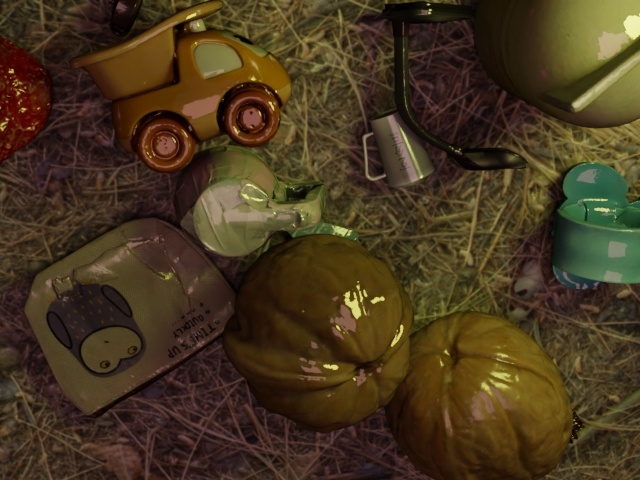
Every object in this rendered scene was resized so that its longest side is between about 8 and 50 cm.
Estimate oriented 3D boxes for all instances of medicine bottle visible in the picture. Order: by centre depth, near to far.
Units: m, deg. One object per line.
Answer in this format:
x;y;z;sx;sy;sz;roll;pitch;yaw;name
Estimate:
0.371;-0.278;1.632;0.236;0.406;0.235;-2;106;-7;medicine bottle

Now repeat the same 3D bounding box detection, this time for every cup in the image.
0.110;-0.138;1.819;0.104;0.074;0.116;-20;103;13;cup

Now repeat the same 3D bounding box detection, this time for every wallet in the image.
-0.290;0.117;1.841;0.335;0.068;0.275;-30;108;3;wallet

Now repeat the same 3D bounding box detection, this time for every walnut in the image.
-0.002;0.133;1.740;0.285;0.285;0.296;-12;122;-3;walnut
0.244;0.261;1.842;0.277;0.252;0.313;-24;135;1;walnut

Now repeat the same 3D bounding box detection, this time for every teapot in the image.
-0.288;-0.339;1.722;0.045;0.068;0.100;24;134;-8;teapot
-0.109;-0.037;1.762;0.222;0.178;0.163;22;102;-13;teapot

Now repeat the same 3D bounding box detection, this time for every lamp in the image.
0.198;-0.220;1.723;0.124;0.203;0.283;-21;104;-27;lamp

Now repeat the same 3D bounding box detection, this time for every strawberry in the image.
-0.540;-0.191;1.672;0.261;0.258;0.261;2;96;22;strawberry

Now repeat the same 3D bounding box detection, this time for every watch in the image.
0.452;-0.004;1.826;0.211;0.193;0.211;-1;107;-4;watch

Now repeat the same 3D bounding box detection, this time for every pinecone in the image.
0.396;0.314;1.968;0.077;0.077;0.083;18;106;-11;pinecone

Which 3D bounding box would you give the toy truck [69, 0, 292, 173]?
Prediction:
-0.191;-0.219;1.692;0.288;0.204;0.211;-20;104;1;toy truck

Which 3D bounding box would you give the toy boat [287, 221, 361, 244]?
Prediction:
0.000;0.000;1.860;0.122;0.034;0.096;42;91;-13;toy boat
